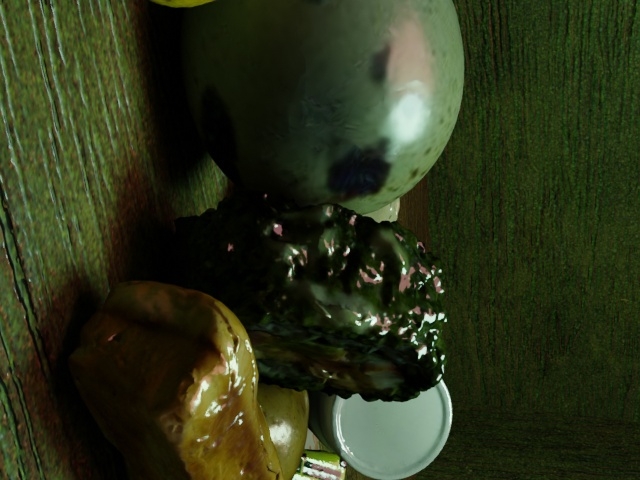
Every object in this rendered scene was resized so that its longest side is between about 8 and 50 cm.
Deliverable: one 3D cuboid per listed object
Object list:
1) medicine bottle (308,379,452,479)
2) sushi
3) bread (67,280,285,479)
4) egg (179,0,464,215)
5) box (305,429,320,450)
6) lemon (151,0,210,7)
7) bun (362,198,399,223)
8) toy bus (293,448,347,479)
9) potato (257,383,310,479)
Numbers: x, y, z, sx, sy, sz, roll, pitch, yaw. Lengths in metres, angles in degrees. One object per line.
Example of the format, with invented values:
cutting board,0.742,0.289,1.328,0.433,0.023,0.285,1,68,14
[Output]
medicine bottle,0.066,0.248,1.700,0.371,0.211,0.211,-162,-105,-77
sushi,-0.012,0.072,1.246,0.294,0.352,0.178,139,-39,-61
bread,-0.144,0.197,1.126,0.149,0.195,0.344,-50,148,-33
egg,-0.001,-0.229,1.257,0.345,0.345,0.428,-68,155,-51
box,-0.029,0.506,1.950,0.204,0.051,0.365,-75,160,-50
lemon,-0.130,-0.325,1.014,0.257,0.188,0.188,-50,144,-51
bun,0.000,0.000,1.596,0.362,0.234,0.326,-81,173,-56
toy bus,-0.052,0.460,1.666,0.150,0.128,0.262,24,65,-32
potato,-0.087,0.272,1.474,0.369,0.176,0.195,-27,94,-79
